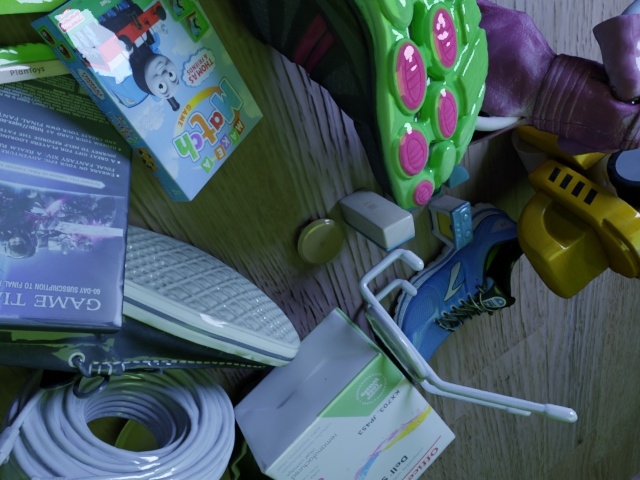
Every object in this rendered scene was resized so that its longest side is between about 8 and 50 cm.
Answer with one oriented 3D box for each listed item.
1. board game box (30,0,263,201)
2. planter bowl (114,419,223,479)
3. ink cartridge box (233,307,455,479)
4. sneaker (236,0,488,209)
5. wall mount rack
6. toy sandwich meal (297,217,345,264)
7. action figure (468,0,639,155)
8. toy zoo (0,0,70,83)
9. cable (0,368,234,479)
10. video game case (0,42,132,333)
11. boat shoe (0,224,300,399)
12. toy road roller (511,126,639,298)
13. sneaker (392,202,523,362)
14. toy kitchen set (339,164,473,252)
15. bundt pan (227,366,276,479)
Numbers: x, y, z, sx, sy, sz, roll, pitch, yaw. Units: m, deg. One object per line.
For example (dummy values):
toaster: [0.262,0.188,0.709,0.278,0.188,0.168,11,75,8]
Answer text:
board game box: [-0.162,-0.173,0.520,0.160,0.039,0.212,-59,136,-31]
planter bowl: [-0.208,0.324,0.728,0.162,0.162,0.109,-36,153,-11]
ink cartridge box: [0.064,0.288,0.728,0.207,0.119,0.353,-44,129,-6]
sneaker: [0.032,-0.250,0.534,0.185,0.202,0.483,-40,120,-20]
wall mount rack: [0.185,0.171,0.728,0.130,0.304,0.350,-38,162,-4]
toy sandwich meal: [0.000,0.000,0.758,0.085,0.029,0.086,-11,118,-21]
action figure: [0.300,-0.192,0.622,0.276,0.370,0.248,-52,146,-24]
toy zoo: [-0.282,-0.281,0.391,0.192,0.030,0.293,-32,129,-43]
cable: [-0.233,0.227,0.585,0.257,0.257,0.089,18,109,-20]
video game case: [-0.275,-0.057,0.443,0.196,0.026,0.274,11,63,-35]
boat shoe: [-0.251,0.076,0.552,0.500,0.187,0.156,19,108,-32]
toy road roller: [0.408,-0.062,0.800,0.240,0.329,0.202,-41,128,8]
sneaker: [0.256,0.094,0.886,0.129,0.147,0.330,26,100,-38]
toy kitchen set: [0.162,-0.020,0.785,0.207,0.122,0.166,-28,125,-16]
bundt pan: [-0.020,0.317,0.845,0.330,0.124,0.331,-14,120,-26]
